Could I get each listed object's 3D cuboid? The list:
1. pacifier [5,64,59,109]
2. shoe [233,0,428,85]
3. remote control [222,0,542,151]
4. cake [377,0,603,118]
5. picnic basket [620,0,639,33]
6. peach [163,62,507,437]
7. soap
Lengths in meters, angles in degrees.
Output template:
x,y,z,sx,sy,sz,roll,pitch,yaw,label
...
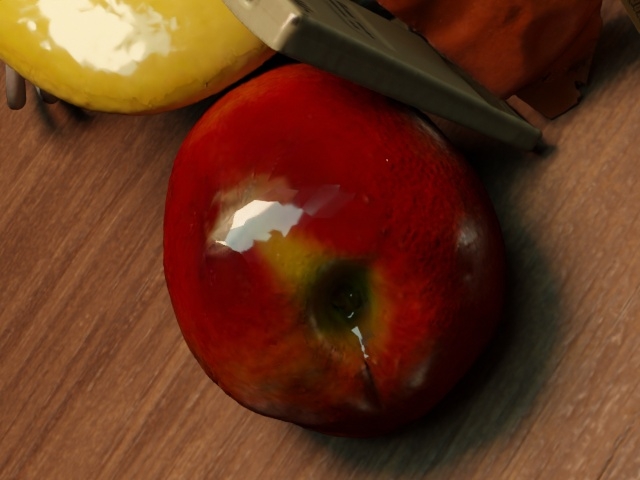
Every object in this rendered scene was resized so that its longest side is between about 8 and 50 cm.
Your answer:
x,y,z,sx,sy,sz,roll,pitch,yaw,label
-0.229,-0.270,1.383,0.233,0.299,0.244,-12,93,-11,pacifier
0.067,-0.241,1.206,0.336,0.132,0.171,-20,48,28,shoe
0.050,-0.137,1.050,0.038,0.285,0.123,-55,45,17,remote control
0.106,-0.199,1.044,0.135,0.287,0.098,-43,37,37,cake
0.260,-0.238,1.067,0.079,0.115,0.164,-24,56,20,picnic basket
0.000,0.000,1.098,0.281,0.281,0.338,-45,17,7,peach
-0.180,-0.275,1.159,0.306,0.115,0.427,-39,65,-18,soap
